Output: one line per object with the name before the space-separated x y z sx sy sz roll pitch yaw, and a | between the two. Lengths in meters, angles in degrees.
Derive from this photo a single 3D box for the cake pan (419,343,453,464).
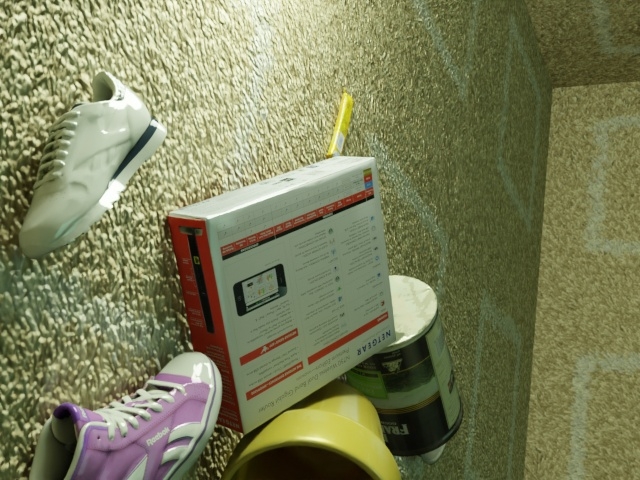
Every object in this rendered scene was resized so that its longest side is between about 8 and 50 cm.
cake pan | 0.248 0.372 1.884 0.293 0.054 0.293 0 90 -64

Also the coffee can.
coffee can | 0.144 0.233 1.499 0.202 0.201 0.275 -59 140 -47

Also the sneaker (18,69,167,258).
sneaker | -0.253 -0.078 0.833 0.095 0.090 0.235 55 37 -31

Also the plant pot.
plant pot | -0.002 0.334 1.178 0.239 0.253 0.254 -64 147 -69

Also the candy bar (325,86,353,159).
candy bar | 0.037 -0.209 1.485 0.040 0.018 0.162 48 48 -49

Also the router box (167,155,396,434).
router box | -0.038 0.062 1.148 0.335 0.082 0.301 -23 112 -43

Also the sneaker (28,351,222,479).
sneaker | -0.210 0.202 0.888 0.282 0.102 0.161 -63 140 -43
